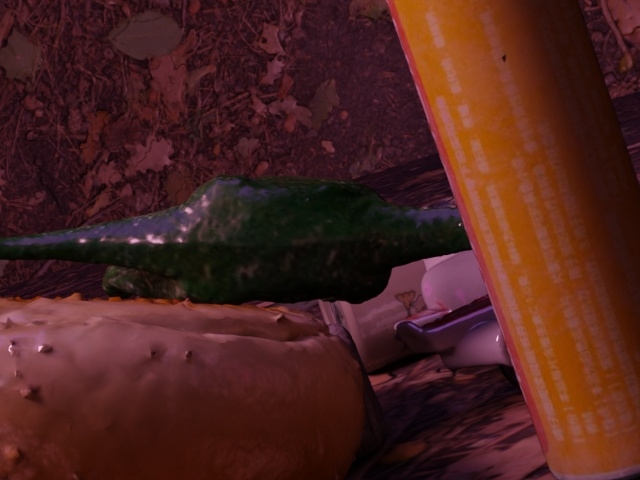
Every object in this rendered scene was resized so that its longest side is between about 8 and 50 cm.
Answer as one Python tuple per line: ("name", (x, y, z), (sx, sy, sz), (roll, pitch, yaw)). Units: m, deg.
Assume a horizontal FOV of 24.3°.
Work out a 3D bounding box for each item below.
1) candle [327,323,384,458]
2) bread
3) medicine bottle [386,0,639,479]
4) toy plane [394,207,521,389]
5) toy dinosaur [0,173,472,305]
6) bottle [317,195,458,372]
("candle", (-0.028, 0.116, 0.981), (0.168, 0.068, 0.192), (-12, 14, 46))
("bread", (-0.128, 0.105, 0.777), (0.305, 0.159, 0.305), (4, -2, 0))
("medicine bottle", (0.092, -0.089, 0.746), (0.108, 0.426, 0.108), (-20, 5, 2))
("toy plane", (0.155, 0.025, 1.007), (0.252, 0.118, 0.252), (-18, 9, 3))
("toy dinosaur", (0.000, 0.000, 0.851), (0.447, 0.087, 0.301), (-4, 0, -23))
("bottle", (0.116, 0.018, 1.194), (0.233, 0.110, 0.110), (-20, 7, -10))
